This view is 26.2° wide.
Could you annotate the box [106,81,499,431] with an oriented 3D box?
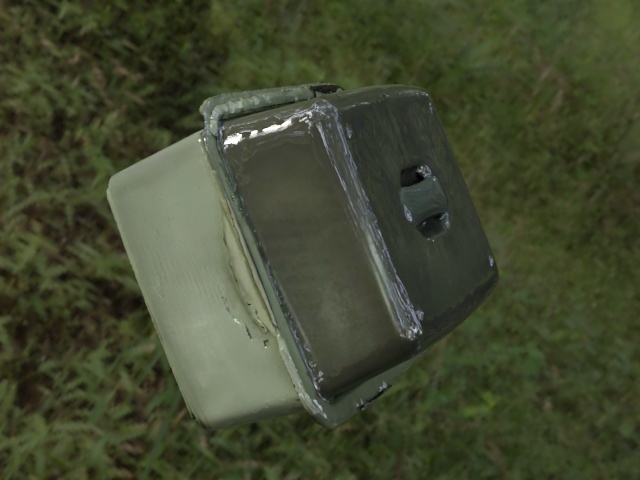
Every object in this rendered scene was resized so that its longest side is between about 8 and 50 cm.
[{"bbox_3d":[0.000,0.000,0.945,0.220,0.166,0.290,68,22,-1],"label":"box"}]
